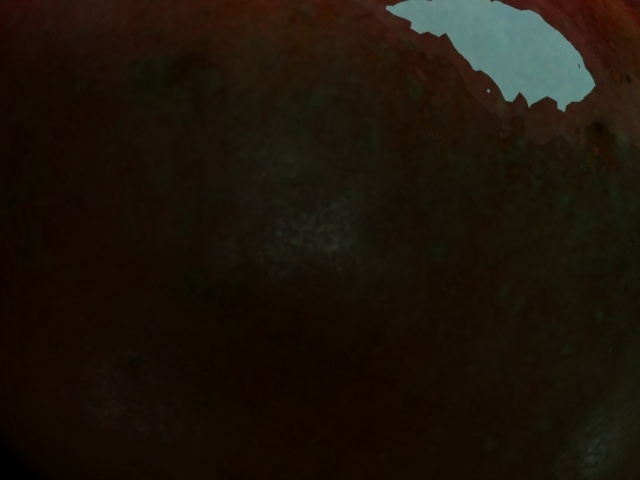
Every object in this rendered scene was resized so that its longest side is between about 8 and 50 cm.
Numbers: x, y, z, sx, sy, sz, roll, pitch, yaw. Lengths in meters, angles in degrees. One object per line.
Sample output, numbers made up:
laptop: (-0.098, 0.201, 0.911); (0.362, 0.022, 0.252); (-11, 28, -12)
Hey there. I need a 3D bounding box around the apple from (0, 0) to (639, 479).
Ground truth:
apple: (0.000, 0.000, 0.598); (0.253, 0.253, 0.253); (39, 21, -18)
